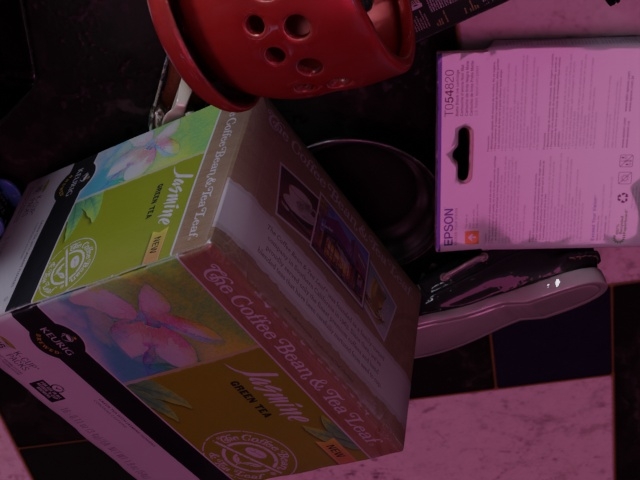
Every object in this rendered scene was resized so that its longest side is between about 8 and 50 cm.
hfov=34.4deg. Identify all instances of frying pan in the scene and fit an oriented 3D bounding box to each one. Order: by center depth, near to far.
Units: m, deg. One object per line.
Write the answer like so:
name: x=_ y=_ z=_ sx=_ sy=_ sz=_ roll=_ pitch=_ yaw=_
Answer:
frying pan: x=0.030 y=0.003 z=1.166 sx=0.197 sy=0.053 sz=0.326 roll=9 pitch=136 yaw=-1

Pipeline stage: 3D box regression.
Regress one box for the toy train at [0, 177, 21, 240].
toy train: x=-0.384 y=-0.029 z=1.131 sx=0.105 sy=0.080 sz=0.184 roll=-10 pitch=128 yaw=18

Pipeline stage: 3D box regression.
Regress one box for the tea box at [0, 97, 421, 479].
tea box: x=-0.117 y=0.072 z=1.064 sx=0.323 sy=0.220 sz=0.329 roll=-20 pitch=129 yaw=29

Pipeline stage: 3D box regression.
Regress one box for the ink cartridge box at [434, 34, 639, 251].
ink cartridge box: x=0.228 y=-0.097 z=1.069 sx=0.224 sy=0.045 sz=0.223 roll=-1 pitch=113 yaw=1

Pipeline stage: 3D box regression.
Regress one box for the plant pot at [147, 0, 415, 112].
plant pot: x=-0.033 y=-0.201 z=0.841 sx=0.174 sy=0.191 sz=0.191 roll=-17 pitch=125 yaw=22

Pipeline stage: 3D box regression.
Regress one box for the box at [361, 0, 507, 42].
box: x=0.021 y=-0.313 z=0.919 sx=0.242 sy=0.076 sz=0.307 roll=-22 pitch=123 yaw=16

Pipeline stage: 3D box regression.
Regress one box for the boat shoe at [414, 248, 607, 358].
boat shoe: x=0.171 y=0.060 z=1.187 sx=0.302 sy=0.091 sz=0.114 roll=-17 pitch=154 yaw=10

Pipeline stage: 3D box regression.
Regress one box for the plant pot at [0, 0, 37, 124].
plant pot: x=-0.391 y=-0.191 z=0.956 sx=0.167 sy=0.187 sz=0.188 roll=7 pitch=127 yaw=11

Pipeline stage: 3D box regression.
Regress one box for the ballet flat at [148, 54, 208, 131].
ballet flat: x=-0.130 y=-0.163 z=1.036 sx=0.070 sy=0.070 sz=0.188 roll=13 pitch=125 yaw=-9

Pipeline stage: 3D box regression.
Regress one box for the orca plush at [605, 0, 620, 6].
orca plush: x=0.387 y=-0.286 z=0.921 sx=0.287 sy=0.102 sz=0.151 roll=-14 pitch=125 yaw=10
